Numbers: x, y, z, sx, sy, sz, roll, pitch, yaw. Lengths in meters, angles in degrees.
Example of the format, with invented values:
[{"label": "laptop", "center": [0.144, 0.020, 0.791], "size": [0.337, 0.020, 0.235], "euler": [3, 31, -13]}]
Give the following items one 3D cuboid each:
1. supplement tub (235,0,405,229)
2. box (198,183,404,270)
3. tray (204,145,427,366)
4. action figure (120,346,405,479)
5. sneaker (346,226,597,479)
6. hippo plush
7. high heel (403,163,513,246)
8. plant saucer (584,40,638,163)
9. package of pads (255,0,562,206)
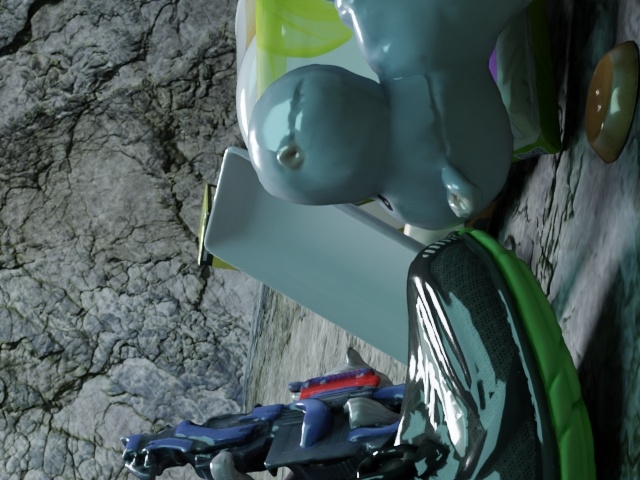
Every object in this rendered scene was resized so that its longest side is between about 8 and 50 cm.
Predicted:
[{"label": "supplement tub", "center": [0.035, -0.158, 1.714], "size": [0.316, 0.228, 0.228], "euler": [-96, 16, -64]}, {"label": "box", "center": [0.000, 0.000, 1.771], "size": [0.087, 0.232, 0.058], "euler": [-97, 17, -69]}, {"label": "tray", "center": [0.041, 0.026, 1.393], "size": [0.030, 0.270, 0.145], "euler": [-55, -9, -34]}, {"label": "action figure", "center": [-0.019, 0.248, 1.648], "size": [0.178, 0.341, 0.330], "euler": [53, -137, -41]}, {"label": "sneaker", "center": [0.055, 0.225, 1.174], "size": [0.185, 0.202, 0.482], "euler": [148, 130, -80]}, {"label": "hippo plush", "center": [0.059, -0.130, 1.267], "size": [0.234, 0.294, 0.236], "euler": [-136, 50, -81]}, {"label": "high heel", "center": [0.126, -0.073, 1.546], "size": [0.186, 0.093, 0.261], "euler": [-7, -62, -77]}, {"label": "plant saucer", "center": [0.192, -0.093, 1.234], "size": [0.083, 0.015, 0.083], "euler": [-171, 90, -83]}, {"label": "package of pads", "center": [0.057, -0.183, 1.440], "size": [0.101, 0.229, 0.296], "euler": [29, -128, -52]}]
